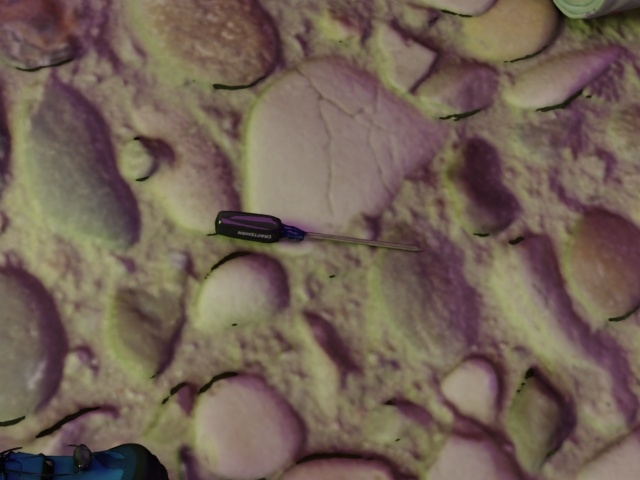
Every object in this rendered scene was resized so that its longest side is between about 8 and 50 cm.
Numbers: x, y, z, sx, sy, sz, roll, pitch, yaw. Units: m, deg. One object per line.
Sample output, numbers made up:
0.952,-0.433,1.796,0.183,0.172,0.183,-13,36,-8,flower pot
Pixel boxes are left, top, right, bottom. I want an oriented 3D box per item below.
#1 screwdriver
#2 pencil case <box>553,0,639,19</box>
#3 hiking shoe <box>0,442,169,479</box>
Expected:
0.000,0.000,0.810,0.170,0.024,0.025,12,94,-12,screwdriver
0.335,-0.283,0.937,0.273,0.113,0.124,-13,92,-16,pencil case
-0.243,0.161,0.615,0.304,0.113,0.132,-11,110,-16,hiking shoe
